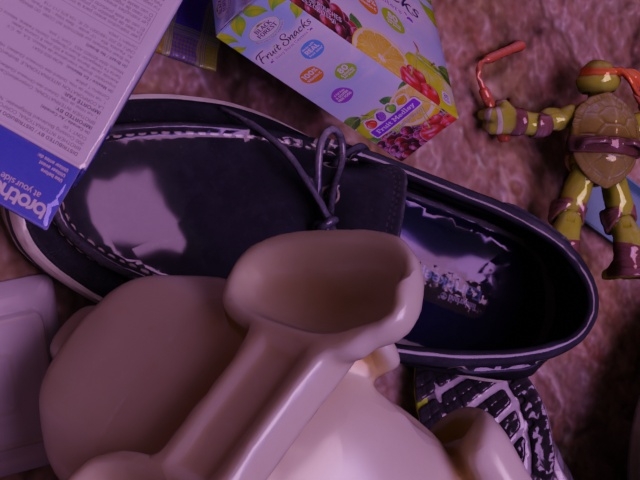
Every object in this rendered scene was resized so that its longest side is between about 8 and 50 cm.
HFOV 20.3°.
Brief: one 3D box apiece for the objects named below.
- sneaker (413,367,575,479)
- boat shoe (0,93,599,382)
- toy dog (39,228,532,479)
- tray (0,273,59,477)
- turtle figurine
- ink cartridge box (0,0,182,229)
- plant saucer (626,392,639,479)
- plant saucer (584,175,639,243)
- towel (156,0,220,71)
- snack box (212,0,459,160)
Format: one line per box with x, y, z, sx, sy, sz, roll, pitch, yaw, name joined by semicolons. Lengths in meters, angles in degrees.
0.171;0.214;1.592;0.111;0.121;0.300;-29;91;-4;sneaker
0.000;0.000;1.393;0.500;0.156;0.186;17;80;-23;boat shoe
-0.008;0.222;1.278;0.408;0.395;0.284;50;59;-35;toy dog
-0.294;0.117;1.276;0.270;0.030;0.145;-12;99;-37;tray
0.265;-0.074;1.643;0.270;0.087;0.217;4;85;-29;turtle figurine
-0.203;-0.174;1.282;0.186;0.065;0.311;29;69;-8;ink cartridge box
0.421;0.217;1.779;0.400;0.100;0.400;-1;91;-37;plant saucer
0.302;-0.018;1.737;0.192;0.018;0.067;32;71;-34;plant saucer
-0.111;-0.173;1.423;0.083;0.009;0.060;21;78;-36;towel
0.006;-0.184;1.423;0.207;0.070;0.174;33;33;-34;snack box
